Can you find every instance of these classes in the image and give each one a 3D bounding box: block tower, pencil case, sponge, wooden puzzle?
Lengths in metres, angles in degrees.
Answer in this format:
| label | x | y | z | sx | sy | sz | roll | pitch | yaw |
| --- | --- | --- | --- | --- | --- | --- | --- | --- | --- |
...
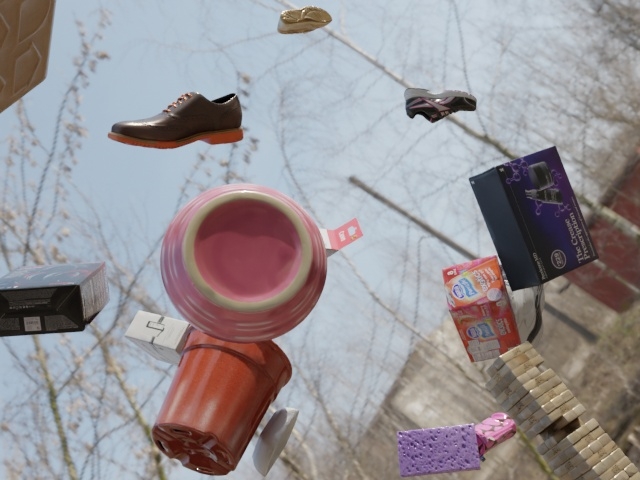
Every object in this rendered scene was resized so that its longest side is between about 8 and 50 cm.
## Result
| label | x | y | z | sx | sy | sz | roll | pitch | yaw |
| --- | --- | --- | --- | --- | --- | --- | --- | --- | --- |
| block tower | 0.455 | 0.357 | 1.465 | 0.097 | 0.335 | 0.091 | -20 | -28 | -33 |
| pencil case | 0.471 | 0.543 | 2.163 | 0.209 | 0.095 | 0.098 | -11 | -27 | -52 |
| sponge | 0.309 | 0.554 | 2.041 | 0.031 | 0.210 | 0.117 | 66 | -162 | -61 |
| wooden puzzle | -0.672 | -0.404 | 1.623 | 0.322 | 0.080 | 0.348 | -60 | 4 | 45 |

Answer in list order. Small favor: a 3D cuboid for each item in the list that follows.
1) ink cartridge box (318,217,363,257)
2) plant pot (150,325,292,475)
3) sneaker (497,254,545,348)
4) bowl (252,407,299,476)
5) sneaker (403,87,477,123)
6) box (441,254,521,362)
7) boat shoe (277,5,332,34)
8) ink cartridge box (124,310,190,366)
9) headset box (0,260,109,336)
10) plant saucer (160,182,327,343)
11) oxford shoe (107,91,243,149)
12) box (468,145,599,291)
| label | x | y | z | sx | sy | sz | roll | pitch | yaw |
| --- | --- | --- | --- | --- | --- | --- | --- | --- | --- |
| ink cartridge box | 0.000 | 0.000 | 2.122 | 0.224 | 0.056 | 0.181 | -33 | 18 | 6 |
| plant pot | -0.234 | 0.364 | 1.750 | 0.272 | 0.272 | 0.265 | 105 | -173 | -49 |
| sneaker | 0.488 | 0.104 | 2.026 | 0.210 | 0.137 | 0.366 | 17 | -110 | -45 |
| bowl | -0.111 | 0.469 | 1.833 | 0.142 | 0.053 | 0.142 | -51 | -15 | -53 |
| sneaker | 0.291 | -0.322 | 1.900 | 0.072 | 0.178 | 0.077 | 52 | -137 | -77 |
| box | 0.369 | 0.160 | 1.759 | 0.128 | 0.123 | 0.257 | -15 | -39 | 14 |
| boat shoe | -0.046 | -0.577 | 2.050 | 0.170 | 0.063 | 0.059 | -15 | -23 | -36 |
| ink cartridge box | -0.386 | 0.266 | 2.021 | 0.148 | 0.203 | 0.086 | 49 | -122 | -43 |
| headset box | -0.622 | 0.126 | 1.787 | 0.293 | 0.218 | 0.110 | -103 | 9 | -80 |
| plant saucer | -0.145 | 0.032 | 1.515 | 0.332 | 0.332 | 0.084 | -46 | -7 | -23 |
| oxford shoe | -0.261 | -0.222 | 1.408 | 0.271 | 0.097 | 0.098 | -13 | -67 | -42 |
| box | 0.454 | -0.047 | 1.649 | 0.184 | 0.261 | 0.103 | -20 | -2 | -25 |
